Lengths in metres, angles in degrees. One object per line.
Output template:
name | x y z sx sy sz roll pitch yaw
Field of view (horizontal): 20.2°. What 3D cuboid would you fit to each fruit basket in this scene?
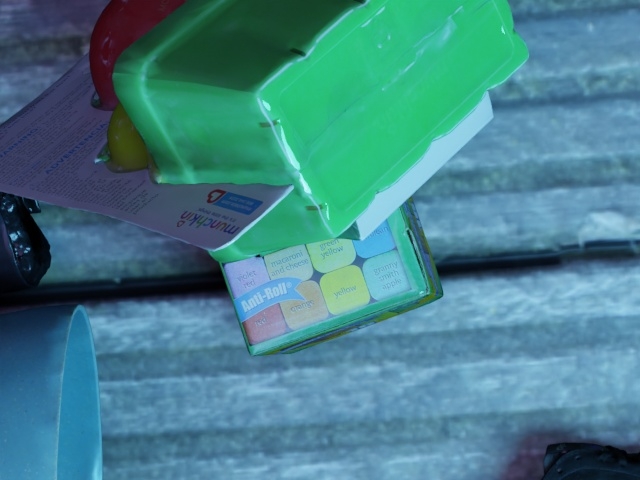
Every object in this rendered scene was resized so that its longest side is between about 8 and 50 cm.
fruit basket | -0.048 -0.111 1.167 0.327 0.353 0.165 -43 115 -25

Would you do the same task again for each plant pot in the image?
plant pot | -0.258 0.189 1.220 0.195 0.290 0.290 -1 88 -1

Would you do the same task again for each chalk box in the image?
chalk box | 0.000 0.000 1.241 0.132 0.213 0.132 -19 86 7

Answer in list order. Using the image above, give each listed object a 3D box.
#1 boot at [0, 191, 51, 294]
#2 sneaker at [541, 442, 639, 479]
boot | -0.306 0.041 1.321 0.207 0.094 0.246 -10 63 9
sneaker | 0.219 0.183 1.264 0.283 0.107 0.124 -30 78 6
